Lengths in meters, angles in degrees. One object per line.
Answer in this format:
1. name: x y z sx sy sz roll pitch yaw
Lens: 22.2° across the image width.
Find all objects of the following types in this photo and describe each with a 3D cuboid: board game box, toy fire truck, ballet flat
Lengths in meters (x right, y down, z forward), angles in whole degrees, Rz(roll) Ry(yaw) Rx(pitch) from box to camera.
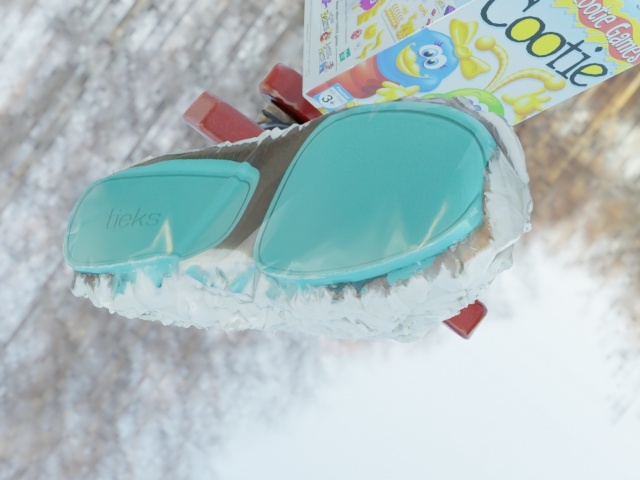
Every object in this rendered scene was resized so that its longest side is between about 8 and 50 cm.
1. board game box: 0.136 -0.190 1.355 0.142 0.275 0.144 39 -143 -37
2. toy fire truck: 0.010 -0.032 1.565 0.302 0.169 0.254 40 177 -22
3. ballet flat: 0.000 0.000 0.976 0.147 0.147 0.409 30 162 -34
